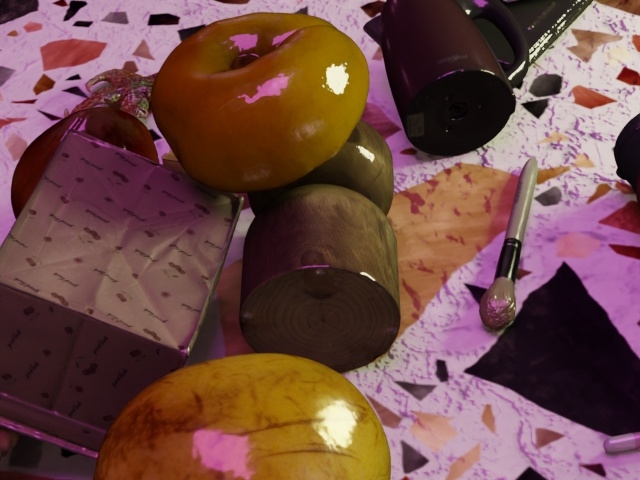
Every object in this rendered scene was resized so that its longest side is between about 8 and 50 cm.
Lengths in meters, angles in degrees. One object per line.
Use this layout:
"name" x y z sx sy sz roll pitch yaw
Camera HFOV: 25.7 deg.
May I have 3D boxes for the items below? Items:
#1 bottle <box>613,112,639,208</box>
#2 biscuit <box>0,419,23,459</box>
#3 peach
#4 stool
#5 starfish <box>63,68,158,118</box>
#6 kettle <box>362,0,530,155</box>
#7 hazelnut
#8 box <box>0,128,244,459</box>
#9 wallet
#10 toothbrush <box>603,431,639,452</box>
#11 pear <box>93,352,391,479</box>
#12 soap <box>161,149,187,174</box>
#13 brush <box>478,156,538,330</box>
"bottle" 0.450 -0.028 1.588 0.144 0.144 0.336 -21 43 -11
"biscuit" -0.396 0.162 1.555 0.217 0.044 0.325 7 27 20
"peach" -0.067 -0.162 1.579 0.251 0.153 0.251 -7 40 6
"stool" 0.000 0.000 1.616 0.179 0.179 0.264 -6 44 5
"starfish" -0.262 -0.203 1.983 0.210 0.053 0.150 -20 32 -3
"kettle" 0.173 -0.247 1.846 0.202 0.144 0.232 -14 49 -2
"hazelnut" -0.286 -0.077 1.733 0.208 0.208 0.208 -5 44 5
"box" -0.237 0.058 1.522 0.225 0.190 0.297 21 37 -5
"wallet" 0.280 -0.321 1.992 0.149 0.044 0.250 27 55 28
"toothbrush" 0.434 0.187 1.455 0.286 0.020 0.025 -12 50 -1
"pear" -0.070 0.238 1.329 0.281 0.280 0.280 -5 44 5
"soap" -0.079 -0.106 1.842 0.252 0.037 0.092 10 46 21
"brush" 0.235 -0.003 1.683 0.042 0.039 0.299 9 44 14
